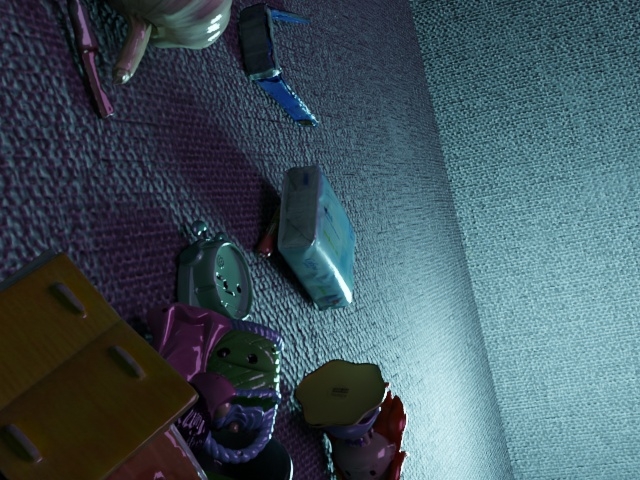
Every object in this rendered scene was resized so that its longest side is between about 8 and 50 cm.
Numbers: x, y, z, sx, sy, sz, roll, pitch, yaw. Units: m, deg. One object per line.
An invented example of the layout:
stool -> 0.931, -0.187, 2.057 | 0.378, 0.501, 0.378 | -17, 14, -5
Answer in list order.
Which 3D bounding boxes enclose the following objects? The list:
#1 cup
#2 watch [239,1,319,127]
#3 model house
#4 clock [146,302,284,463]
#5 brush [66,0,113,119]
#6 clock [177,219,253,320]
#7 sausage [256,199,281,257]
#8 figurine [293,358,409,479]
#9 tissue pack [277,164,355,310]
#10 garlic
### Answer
cup -> -0.132, 0.339, 1.019 | 0.199, 0.199, 0.150 | -52, 145, -64
watch -> -0.076, -0.400, 1.694 | 0.274, 0.068, 0.276 | 33, 48, -61
model house -> -0.260, 0.199, 0.735 | 0.300, 0.340, 0.323 | -38, 112, -34
clock -> -0.145, 0.185, 1.033 | 0.100, 0.194, 0.195 | 111, -7, -49
brush -> -0.312, -0.301, 1.058 | 0.084, 0.071, 0.301 | -37, 123, -50
clock -> -0.153, 0.065, 1.241 | 0.148, 0.060, 0.188 | 31, 49, -62
sausage -> -0.079, -0.029, 1.526 | 0.223, 0.029, 0.029 | -68, 140, -56
figurine -> 0.077, 0.344, 1.531 | 0.208, 0.181, 0.257 | -123, -170, -51
tissue pack -> 0.000, 0.000, 1.581 | 0.263, 0.089, 0.177 | 63, 27, -56
garlic -> -0.232, -0.301, 1.146 | 0.199, 0.199, 0.226 | 48, 60, -53
